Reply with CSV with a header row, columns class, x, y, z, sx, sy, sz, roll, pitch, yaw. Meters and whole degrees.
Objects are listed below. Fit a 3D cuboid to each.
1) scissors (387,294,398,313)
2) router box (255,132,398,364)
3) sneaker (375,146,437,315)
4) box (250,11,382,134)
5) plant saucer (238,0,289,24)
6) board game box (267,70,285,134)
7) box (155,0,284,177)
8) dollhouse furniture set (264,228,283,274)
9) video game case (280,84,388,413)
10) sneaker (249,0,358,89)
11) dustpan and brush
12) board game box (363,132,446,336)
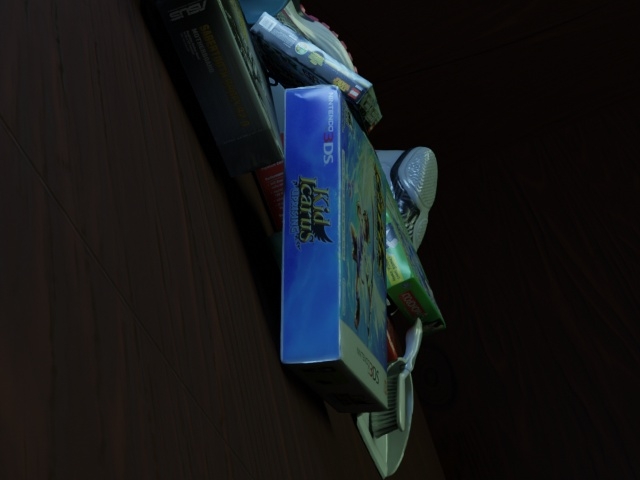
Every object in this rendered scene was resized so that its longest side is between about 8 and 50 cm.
class,x,y,z,sx,sy,sz,roll,pitch,yaw
scissors,0.057,0.124,1.986,0.109,0.021,0.297,32,-30,13
router box,0.009,0.009,1.695,0.335,0.082,0.301,-51,120,-86
sneaker,0.069,-0.017,2.364,0.137,0.210,0.365,63,42,-56
box,-0.003,-0.167,1.320,0.137,0.027,0.094,36,-6,16
plant saucer,-0.098,-0.376,1.323,0.317,0.044,0.317,39,-38,38
board game box,-0.028,-0.184,2.110,0.303,0.098,0.224,43,27,-78
box,-0.098,-0.191,1.250,0.231,0.056,0.183,-102,171,-61
dollhouse furniture set,0.008,0.007,1.448,0.152,0.059,0.076,-30,101,-59
video game case,0.019,0.018,1.307,0.244,0.061,0.269,55,33,-68
sneaker,-0.061,-0.251,1.693,0.299,0.121,0.112,52,56,-25
dustpan and brush,0.101,0.188,1.731,0.147,0.060,0.211,66,23,-44
board game box,0.083,-0.038,1.859,0.213,0.046,0.317,50,17,-62
